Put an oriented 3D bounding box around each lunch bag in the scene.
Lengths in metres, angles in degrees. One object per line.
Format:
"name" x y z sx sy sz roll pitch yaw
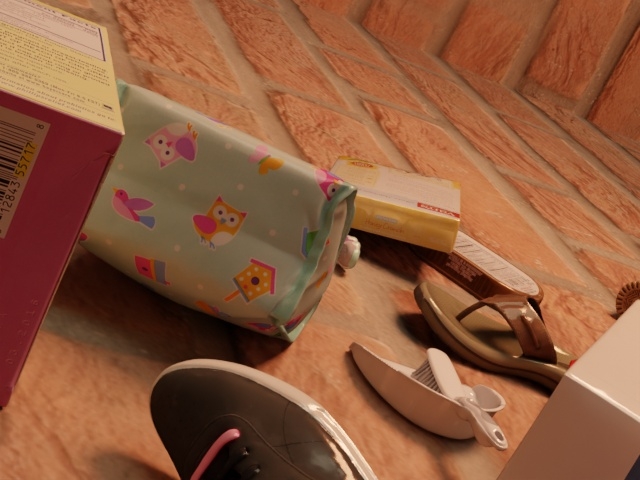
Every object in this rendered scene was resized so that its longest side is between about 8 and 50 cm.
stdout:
"lunch bag" -0.090 -0.016 1.021 0.223 0.160 0.262 25 -6 5

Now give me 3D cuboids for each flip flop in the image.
"flip flop" 0.227 0.104 1.247 0.277 0.080 0.112 25 19 -5

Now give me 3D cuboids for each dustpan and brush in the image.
"dustpan and brush" 0.118 0.144 1.028 0.147 0.060 0.211 20 20 -19

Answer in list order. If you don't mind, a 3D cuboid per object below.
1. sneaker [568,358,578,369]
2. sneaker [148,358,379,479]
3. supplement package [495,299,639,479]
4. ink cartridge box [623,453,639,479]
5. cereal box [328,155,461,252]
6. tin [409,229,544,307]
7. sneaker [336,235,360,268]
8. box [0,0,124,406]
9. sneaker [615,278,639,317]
"sneaker" 0.305 0.202 1.143 0.128 0.087 0.221 -8 40 -8
"sneaker" -0.033 0.172 0.681 0.295 0.105 0.147 42 19 28
"supplement package" 0.261 0.187 0.927 0.177 0.175 0.293 34 20 17
"ink cartridge box" 0.322 0.187 0.665 0.270 0.396 0.151 21 19 -16
"cereal box" 0.090 -0.051 1.453 0.173 0.047 0.240 14 15 4
"tin" 0.199 0.034 1.469 0.189 0.040 0.106 35 16 25
"sneaker" 0.000 0.000 1.296 0.069 0.038 0.098 15 12 -26
"box" -0.239 -0.046 0.819 0.117 0.214 0.243 20 20 -21
"sneaker" 0.559 0.130 1.594 0.282 0.099 0.153 32 21 25
